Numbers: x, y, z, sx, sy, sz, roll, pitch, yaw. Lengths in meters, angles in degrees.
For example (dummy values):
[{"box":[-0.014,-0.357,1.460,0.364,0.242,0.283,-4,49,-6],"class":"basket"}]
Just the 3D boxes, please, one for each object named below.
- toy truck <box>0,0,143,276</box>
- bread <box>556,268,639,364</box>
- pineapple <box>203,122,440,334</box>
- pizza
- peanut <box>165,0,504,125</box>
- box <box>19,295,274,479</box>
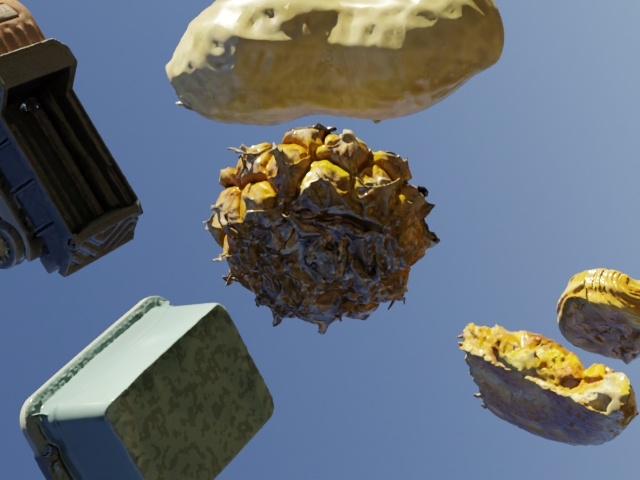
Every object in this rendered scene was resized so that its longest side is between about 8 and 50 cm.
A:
[{"box":[-0.201,-0.068,0.913,0.192,0.092,0.083,60,-144,-3],"class":"toy truck"},{"box":[0.234,0.060,1.108,0.111,0.083,0.044,91,-158,-67],"class":"bread"},{"box":[0.000,0.000,1.206,0.225,0.224,0.076,58,-161,-29],"class":"pineapple"},{"box":[0.278,0.173,1.723,0.226,0.335,0.086,40,-106,-7],"class":"pizza"},{"box":[0.014,-0.181,1.281,0.149,0.313,0.149,-1,-90,-80],"class":"peanut"},{"box":[-0.158,0.163,1.294,0.227,0.130,0.162,-44,-66,-46],"class":"box"}]
